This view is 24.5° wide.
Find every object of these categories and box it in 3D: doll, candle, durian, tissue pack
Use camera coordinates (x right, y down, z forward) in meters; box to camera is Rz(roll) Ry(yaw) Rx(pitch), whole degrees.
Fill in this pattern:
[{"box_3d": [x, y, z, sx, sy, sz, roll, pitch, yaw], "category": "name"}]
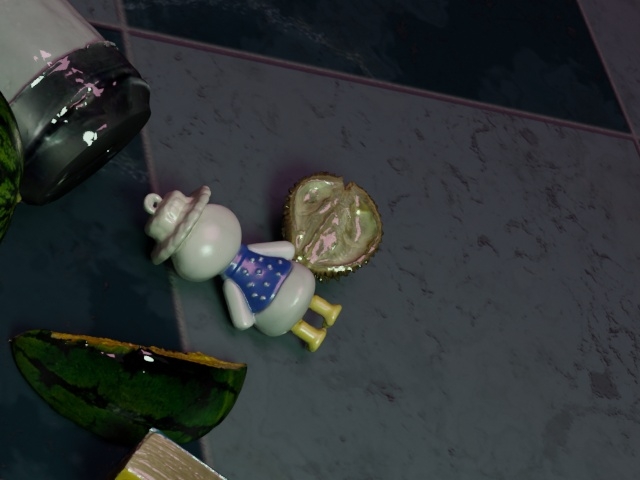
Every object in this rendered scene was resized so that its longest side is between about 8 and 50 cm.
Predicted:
[{"box_3d": [-0.106, 0.033, 1.878, 0.293, 0.119, 0.138, 36, 69, -14], "category": "doll"}, {"box_3d": [-0.381, -0.221, 1.800, 0.342, 0.221, 0.221, 48, 42, 7], "category": "candle"}, {"box_3d": [0.000, 0.000, 1.999, 0.148, 0.091, 0.188, 35, 56, 5], "category": "durian"}, {"box_3d": [-0.157, 0.297, 1.608, 0.169, 0.120, 0.082, 37, 45, -8], "category": "tissue pack"}]

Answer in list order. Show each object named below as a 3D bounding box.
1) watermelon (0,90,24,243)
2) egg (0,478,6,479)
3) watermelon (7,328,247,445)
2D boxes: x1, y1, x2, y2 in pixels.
[{"box_3d": [-0.459, -0.081, 1.584, 0.285, 0.285, 0.285, 20, 46, -22], "category": "watermelon"}, {"box_3d": [-0.347, 0.310, 1.415, 0.232, 0.176, 0.176, -2, 57, -48], "category": "egg"}, {"box_3d": [-0.212, 0.162, 1.722, 0.301, 0.123, 0.129, 14, 17, -27], "category": "watermelon"}]
